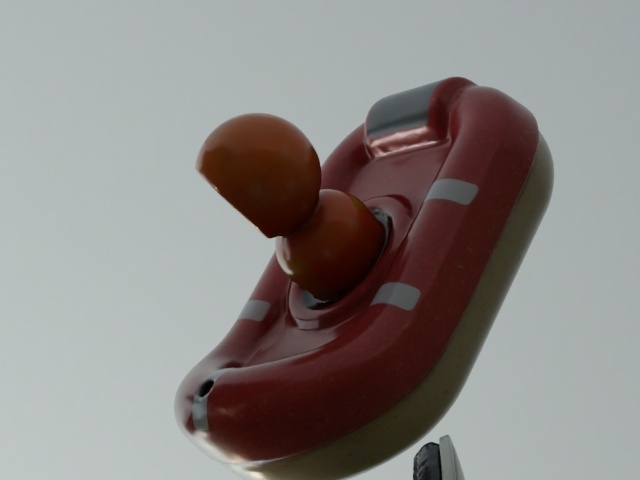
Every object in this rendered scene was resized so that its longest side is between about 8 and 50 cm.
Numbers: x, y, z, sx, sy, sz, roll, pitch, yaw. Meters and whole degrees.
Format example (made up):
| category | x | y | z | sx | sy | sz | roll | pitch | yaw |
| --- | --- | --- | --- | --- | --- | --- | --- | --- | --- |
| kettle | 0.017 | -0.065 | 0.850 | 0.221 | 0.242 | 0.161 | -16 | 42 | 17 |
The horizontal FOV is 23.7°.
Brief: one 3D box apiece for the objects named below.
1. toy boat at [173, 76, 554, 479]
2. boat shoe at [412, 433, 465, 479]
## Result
| category | x | y | z | sx | sy | sz | roll | pitch | yaw |
| --- | --- | --- | --- | --- | --- | --- | --- | --- | --- |
| toy boat | 0.000 | 0.000 | 0.731 | 0.151 | 0.231 | 0.151 | 42 | -29 | -25 |
| boat shoe | 0.035 | 0.127 | 0.521 | 0.038 | 0.125 | 0.046 | -9 | -30 | 15 |
